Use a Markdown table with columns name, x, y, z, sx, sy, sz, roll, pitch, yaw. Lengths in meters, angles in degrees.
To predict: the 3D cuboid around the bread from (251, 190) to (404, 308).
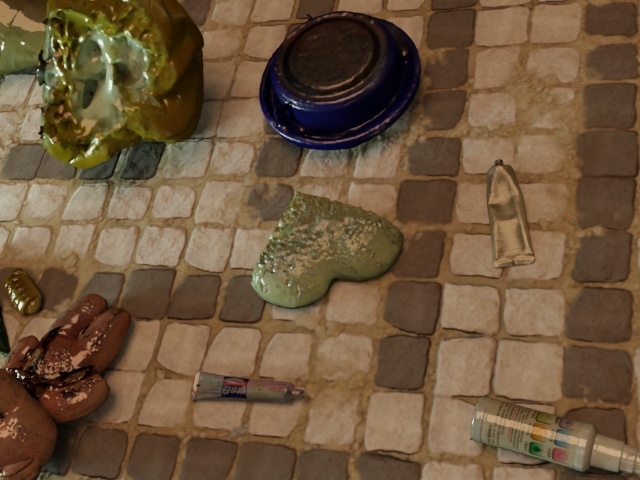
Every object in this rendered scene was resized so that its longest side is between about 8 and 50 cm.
| name | x | y | z | sx | sy | sz | roll | pitch | yaw |
| --- | --- | --- | --- | --- | --- | --- | --- | --- | --- |
| bread | 0.000 | 0.000 | 1.275 | 0.232 | 0.064 | 0.172 | -21 | 58 | 5 |

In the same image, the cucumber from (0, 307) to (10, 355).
| name | x | y | z | sx | sy | sz | roll | pitch | yaw |
| --- | --- | --- | --- | --- | --- | --- | --- | --- | --- |
| cucumber | -0.558 | 0.106 | 1.419 | 0.070 | 0.046 | 0.220 | -32 | 56 | 8 |

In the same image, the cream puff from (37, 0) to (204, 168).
| name | x | y | z | sx | sy | sz | roll | pitch | yaw |
| --- | --- | --- | --- | --- | --- | --- | --- | --- | --- |
| cream puff | -0.329 | -0.274 | 1.454 | 0.270 | 0.323 | 0.274 | 6 | 21 | -20 |

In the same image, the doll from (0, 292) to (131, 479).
| name | x | y | z | sx | sy | sz | roll | pitch | yaw |
| --- | --- | --- | --- | --- | --- | --- | --- | --- | --- |
| doll | -0.406 | 0.188 | 1.254 | 0.201 | 0.156 | 0.303 | 17 | 63 | 33 |

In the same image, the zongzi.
| name | x | y | z | sx | sy | sz | roll | pitch | yaw |
| --- | --- | --- | --- | --- | --- | --- | --- | --- | --- |
| zongzi | -0.584 | -0.344 | 1.636 | 0.289 | 0.154 | 0.317 | -44 | 62 | 0 |

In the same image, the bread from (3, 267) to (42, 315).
| name | x | y | z | sx | sy | sz | roll | pitch | yaw |
| --- | --- | --- | --- | --- | --- | --- | --- | --- | --- |
| bread | -0.479 | 0.083 | 1.409 | 0.049 | 0.033 | 0.088 | -42 | 57 | 0 |

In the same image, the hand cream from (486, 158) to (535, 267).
| name | x | y | z | sx | sy | sz | roll | pitch | yaw |
| --- | --- | --- | --- | --- | --- | --- | --- | --- | --- |
| hand cream | 0.261 | -0.040 | 1.233 | 0.057 | 0.037 | 0.165 | -9 | 66 | 13 |

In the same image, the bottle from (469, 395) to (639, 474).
| name | x | y | z | sx | sy | sz | roll | pitch | yaw |
| --- | --- | --- | --- | --- | --- | --- | --- | --- | --- |
| bottle | 0.288 | 0.238 | 1.037 | 0.217 | 0.060 | 0.060 | 11 | 65 | 26 |

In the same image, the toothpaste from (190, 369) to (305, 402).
| name | x | y | z | sx | sy | sz | roll | pitch | yaw |
| --- | --- | --- | --- | --- | --- | --- | --- | --- | --- |
| toothpaste | -0.102 | 0.205 | 1.210 | 0.170 | 0.028 | 0.045 | 1 | 68 | 21 |

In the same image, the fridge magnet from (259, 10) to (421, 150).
| name | x | y | z | sx | sy | sz | roll | pitch | yaw |
| --- | --- | --- | --- | --- | --- | --- | --- | --- | --- |
| fridge magnet | 0.027 | -0.260 | 1.388 | 0.265 | 0.112 | 0.265 | -7 | 59 | 12 |
